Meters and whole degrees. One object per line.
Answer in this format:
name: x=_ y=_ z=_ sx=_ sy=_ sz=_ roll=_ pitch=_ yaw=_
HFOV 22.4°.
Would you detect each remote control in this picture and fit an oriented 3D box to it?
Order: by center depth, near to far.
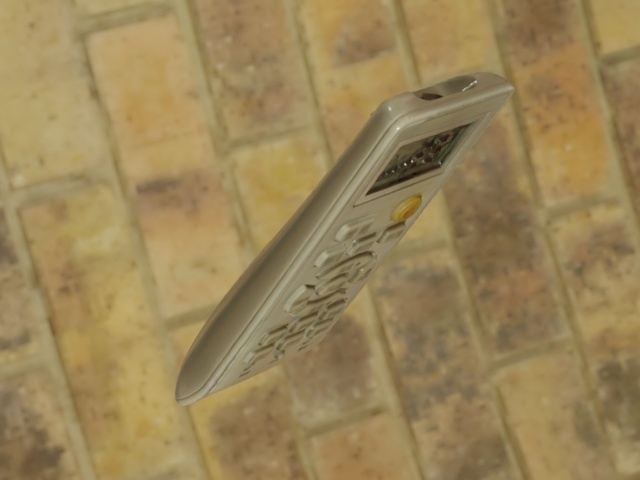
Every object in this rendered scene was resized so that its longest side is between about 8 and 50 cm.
remote control: x=0.000 y=0.000 z=1.023 sx=0.055 sy=0.109 sz=0.313 roll=53 pitch=-45 yaw=17
